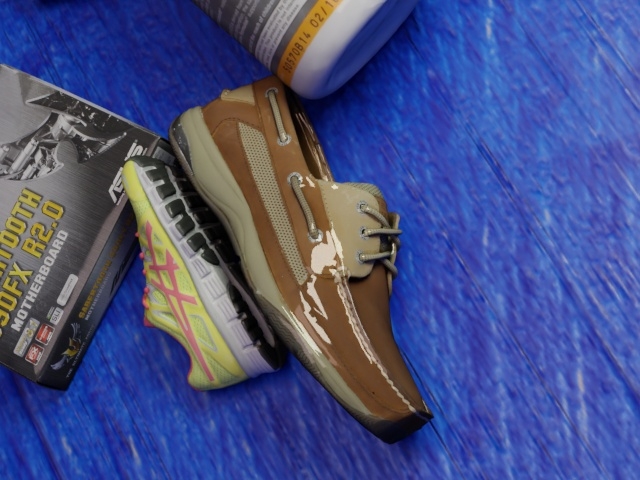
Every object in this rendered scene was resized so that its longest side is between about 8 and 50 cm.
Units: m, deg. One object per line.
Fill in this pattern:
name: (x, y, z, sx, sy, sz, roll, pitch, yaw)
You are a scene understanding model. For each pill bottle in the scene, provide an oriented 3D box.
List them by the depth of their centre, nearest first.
pill bottle: (-0.056, -0.255, 1.250, 0.278, 0.162, 0.162, 42, 94, 6)

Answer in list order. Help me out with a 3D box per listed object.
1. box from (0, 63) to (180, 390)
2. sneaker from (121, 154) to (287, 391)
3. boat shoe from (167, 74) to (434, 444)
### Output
box: (-0.246, -0.014, 1.356, 0.183, 0.056, 0.231, 26, 87, 24)
sneaker: (-0.115, 0.030, 1.271, 0.094, 0.081, 0.208, -32, 81, 23)
boat shoe: (0.000, 0.000, 1.226, 0.120, 0.122, 0.324, -35, 68, 6)
